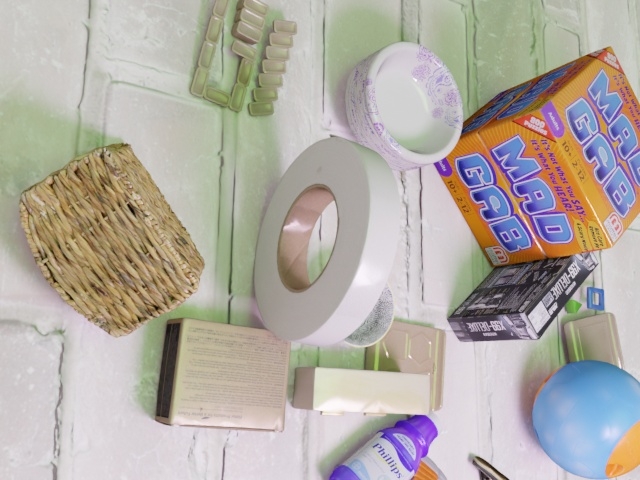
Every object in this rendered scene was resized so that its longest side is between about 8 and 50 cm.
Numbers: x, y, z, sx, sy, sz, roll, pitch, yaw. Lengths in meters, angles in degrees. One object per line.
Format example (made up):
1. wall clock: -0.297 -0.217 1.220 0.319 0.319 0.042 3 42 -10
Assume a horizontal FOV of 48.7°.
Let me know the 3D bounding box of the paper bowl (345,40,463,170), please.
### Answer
1. paper bowl: 0.180 -0.300 1.634 0.284 0.148 0.284 7 78 -34

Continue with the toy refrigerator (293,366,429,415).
1. toy refrigerator: 0.087 0.317 1.468 0.270 0.102 0.094 9 76 -25

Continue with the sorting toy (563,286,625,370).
1. sorting toy: 0.760 0.305 1.983 0.196 0.047 0.347 -6 85 -30

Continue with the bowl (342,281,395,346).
1. bowl: 0.068 0.142 1.516 0.170 0.080 0.170 2 86 -31

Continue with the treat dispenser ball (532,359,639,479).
1. treat dispenser ball: 0.674 0.441 1.750 0.288 0.288 0.288 7 78 -33

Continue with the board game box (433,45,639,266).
1. board game box: 0.565 -0.195 1.749 0.356 0.356 0.356 -39 103 -32

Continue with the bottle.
1. bottle: 0.149 0.463 1.502 0.283 0.092 0.118 -30 73 -34

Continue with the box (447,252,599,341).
1. box: 0.488 0.123 1.710 0.307 0.242 0.076 -40 104 -33

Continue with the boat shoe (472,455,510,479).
1. boat shoe: 0.413 0.574 1.693 0.152 0.056 0.049 41 94 -16

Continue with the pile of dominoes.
1. pile of dominoes: -0.163 -0.389 1.500 0.196 0.040 0.251 20 79 -31

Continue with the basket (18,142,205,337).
1. basket: -0.365 0.001 1.246 0.214 0.223 0.299 -32 102 0

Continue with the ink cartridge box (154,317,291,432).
1. ink cartridge box: -0.179 0.255 1.329 0.235 0.088 0.193 14 76 -32

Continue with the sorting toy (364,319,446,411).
1. sorting toy: 0.190 0.284 1.609 0.208 0.038 0.192 13 75 -27

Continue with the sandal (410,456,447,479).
1. sandal: 0.203 0.557 1.516 0.102 0.076 0.265 48 25 2

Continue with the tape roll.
1. tape roll: 0.000 0.000 1.314 0.072 0.392 0.391 16 73 -31
